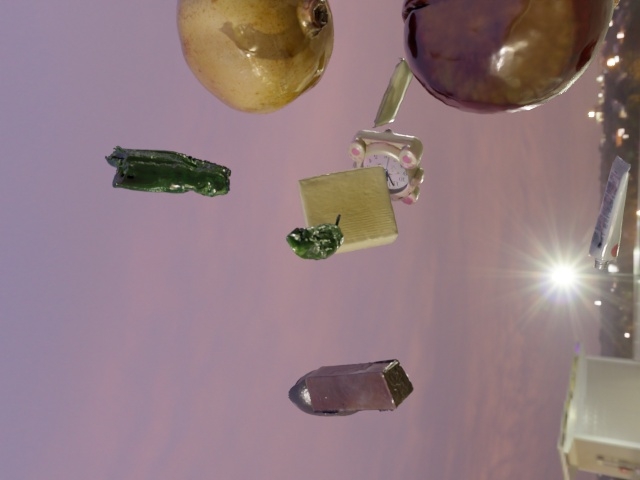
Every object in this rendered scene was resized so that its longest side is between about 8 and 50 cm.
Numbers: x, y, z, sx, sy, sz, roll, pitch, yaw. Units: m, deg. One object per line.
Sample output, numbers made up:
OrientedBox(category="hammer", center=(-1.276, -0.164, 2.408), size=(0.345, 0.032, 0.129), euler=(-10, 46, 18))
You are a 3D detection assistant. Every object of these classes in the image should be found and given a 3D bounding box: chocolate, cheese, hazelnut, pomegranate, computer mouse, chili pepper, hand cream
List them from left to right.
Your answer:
OrientedBox(category="chili pepper", center=(-0.275, -0.121, 1.035), size=(0.061, 0.224, 0.098), euler=(109, 161, -51))
OrientedBox(category="pomegranate", center=(-0.148, -0.516, 1.407), size=(0.416, 0.416, 0.417), euler=(-4, -85, -61))
OrientedBox(category="chili pepper", center=(-0.005, -0.003, 1.366), size=(0.257, 0.074, 0.100), euler=(-16, -85, -71))
OrientedBox(category="computer mouse", center=(0.039, 0.518, 1.871), size=(0.295, 0.168, 0.087), euler=(21, -150, -23))
OrientedBox(category="cheese", center=(0.079, -0.089, 1.741), size=(0.124, 0.265, 0.243), euler=(122, 137, -81))
OrientedBox(category="chocolate", center=(0.093, 0.403, 1.589), size=(0.112, 0.321, 0.112), euler=(-28, -83, -46))
OrientedBox(category="hazelnut", center=(0.388, -0.448, 1.205), size=(0.402, 0.429, 0.402), euler=(28, -125, -49))
OrientedBox(category="hand cream", center=(0.866, -0.072, 1.701), size=(0.124, 0.077, 0.341), euler=(-65, -21, -67))

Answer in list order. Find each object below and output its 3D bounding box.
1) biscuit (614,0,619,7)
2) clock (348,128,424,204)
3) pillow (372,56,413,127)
OrientedBox(category="biscuit", center=(0.602, -0.624, 1.303), size=(0.262, 0.052, 0.277), euler=(132, 134, -83))
OrientedBox(category="clock", center=(0.261, -0.276, 2.213), size=(0.309, 0.283, 0.114), euler=(76, -147, -47))
OrientedBox(category="pillow", center=(0.212, -0.418, 1.631), size=(0.119, 0.053, 0.208), euler=(-39, -25, -59))
